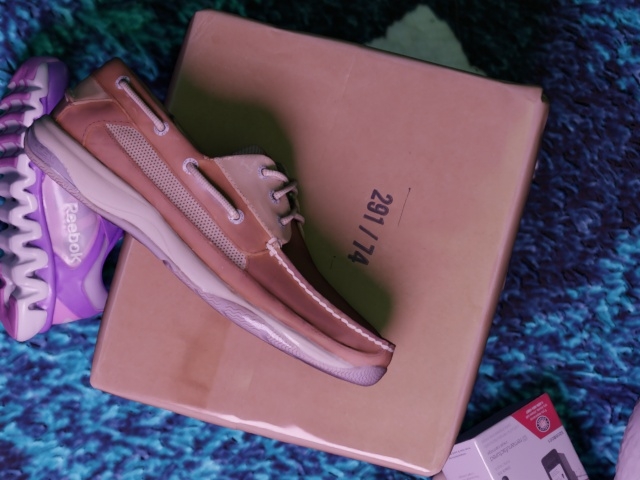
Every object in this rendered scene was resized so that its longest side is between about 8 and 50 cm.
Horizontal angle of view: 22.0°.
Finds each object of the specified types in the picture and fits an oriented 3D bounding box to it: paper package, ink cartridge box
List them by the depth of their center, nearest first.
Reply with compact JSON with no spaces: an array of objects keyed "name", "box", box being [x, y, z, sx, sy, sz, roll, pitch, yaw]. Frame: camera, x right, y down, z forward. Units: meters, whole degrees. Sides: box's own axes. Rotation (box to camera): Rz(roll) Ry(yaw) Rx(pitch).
[{"name":"paper package","box":[0.000,0.000,1.356,0.309,0.168,0.325,15,89,4]},{"name":"ink cartridge box","box":[0.186,0.230,1.480,0.109,0.063,0.150,-25,88,-40]}]

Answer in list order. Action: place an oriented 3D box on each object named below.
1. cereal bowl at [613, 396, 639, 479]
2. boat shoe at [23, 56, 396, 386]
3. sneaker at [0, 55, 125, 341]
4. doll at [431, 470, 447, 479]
[{"name":"cereal bowl","box":[0.390,0.247,1.504,0.339,0.141,0.339,9,74,-34]},{"name":"boat shoe","box":[-0.068,-0.017,1.220,0.324,0.123,0.116,38,88,3]},{"name":"sneaker","box":[-0.214,-0.035,1.376,0.104,0.095,0.236,-2,98,-22]},{"name":"doll","box":[0.165,0.283,1.518,0.129,0.046,0.189,-43,101,-20]}]
